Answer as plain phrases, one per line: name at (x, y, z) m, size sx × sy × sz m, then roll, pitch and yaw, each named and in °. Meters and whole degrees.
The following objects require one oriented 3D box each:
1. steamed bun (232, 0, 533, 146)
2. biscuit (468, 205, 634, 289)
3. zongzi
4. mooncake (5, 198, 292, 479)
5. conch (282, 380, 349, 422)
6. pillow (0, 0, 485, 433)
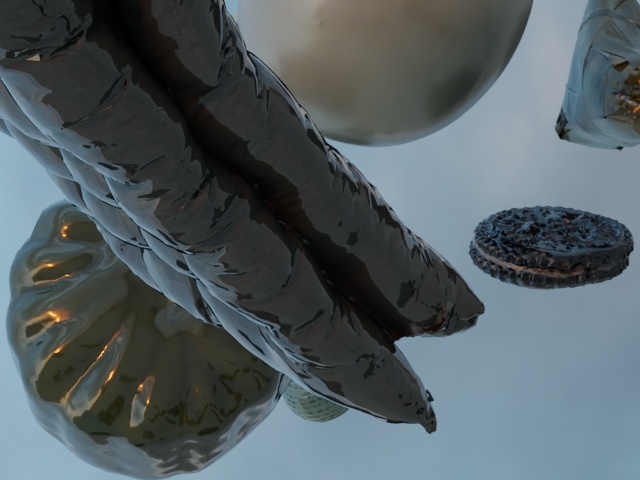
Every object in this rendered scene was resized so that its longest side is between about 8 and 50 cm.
steamed bun at (0.070, -0.274, 1.628) m, size 0.334 × 0.334 × 0.374 m, roll -30°, pitch -19°, yaw -37°
biscuit at (0.268, 0.006, 1.680) m, size 0.194 × 0.194 × 0.053 m, roll -20°, pitch -62°, yaw -44°
zongzi at (0.409, -0.260, 1.884) m, size 0.125 × 0.251 × 0.274 m, roll 10°, pitch -91°, yaw -13°
mooncake at (-0.195, 0.091, 1.644) m, size 0.351 × 0.351 × 0.187 m, roll -46°, pitch -14°, yaw -20°
conch at (0.010, 0.177, 1.936) m, size 0.135 × 0.102 × 0.153 m, roll -55°, pitch -9°, yaw -22°
pillow at (-0.082, -0.059, 0.628) m, size 0.101 × 0.228 × 0.326 m, roll -52°, pitch -49°, yaw -9°
